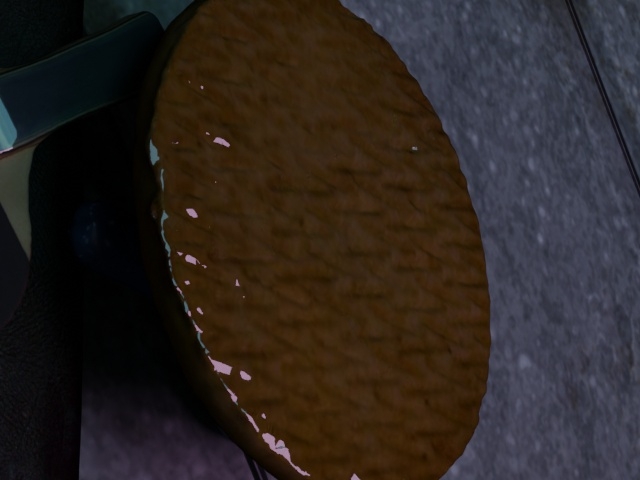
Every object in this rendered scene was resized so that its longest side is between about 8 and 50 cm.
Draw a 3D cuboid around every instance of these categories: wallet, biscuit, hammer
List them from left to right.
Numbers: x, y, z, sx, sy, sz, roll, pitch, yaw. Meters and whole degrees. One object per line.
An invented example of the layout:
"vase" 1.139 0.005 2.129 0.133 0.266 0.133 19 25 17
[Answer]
"wallet" -0.165 -0.038 0.743 0.172 0.045 0.318 22 59 -47
"hammer" -0.052 0.029 0.821 0.194 0.069 0.116 33 52 -49
"biscuit" -0.001 0.000 0.818 0.262 0.037 0.262 26 57 -47

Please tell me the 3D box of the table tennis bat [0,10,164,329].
"table tennis bat" -0.161 -0.038 0.690 0.301 0.022 0.173 -34 101 -48
